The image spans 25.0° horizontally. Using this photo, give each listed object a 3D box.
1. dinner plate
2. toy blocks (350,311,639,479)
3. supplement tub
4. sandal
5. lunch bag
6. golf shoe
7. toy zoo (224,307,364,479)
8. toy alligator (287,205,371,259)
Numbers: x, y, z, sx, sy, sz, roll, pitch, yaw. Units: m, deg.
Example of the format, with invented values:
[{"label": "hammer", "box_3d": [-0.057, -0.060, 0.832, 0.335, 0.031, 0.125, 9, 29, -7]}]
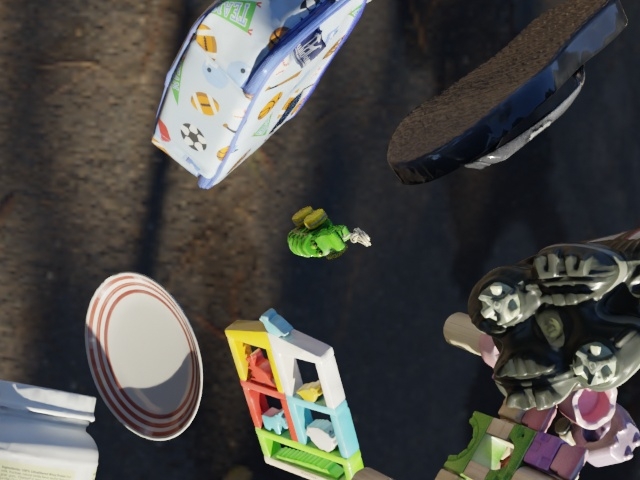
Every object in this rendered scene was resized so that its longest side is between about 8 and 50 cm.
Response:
[{"label": "dinner plate", "box_3d": [-0.141, 0.093, 1.176, 0.017, 0.141, 0.141, -18, 109, -46]}, {"label": "toy blocks", "box_3d": [0.258, 0.275, 1.668, 0.309, 0.260, 0.288, 38, 78, -31]}, {"label": "supplement tub", "box_3d": [-0.419, 0.346, 1.871, 0.235, 0.235, 0.324, 22, 76, -55]}, {"label": "sandal", "box_3d": [0.144, -0.102, 1.000, 0.254, 0.097, 0.054, -38, 111, -38]}, {"label": "lunch bag", "box_3d": [-0.054, -0.204, 1.564, 0.115, 0.303, 0.243, 44, 55, 4]}, {"label": "golf shoe", "box_3d": [0.214, 0.019, 0.757, 0.120, 0.273, 0.105, -20, 100, -55]}, {"label": "toy zoo", "box_3d": [-0.039, 0.223, 2.084, 0.030, 0.192, 0.293, -37, 124, -36]}, {"label": "toy alligator", "box_3d": [0.000, 0.000, 1.690, 0.051, 0.190, 0.056, -38, 108, -13]}]
